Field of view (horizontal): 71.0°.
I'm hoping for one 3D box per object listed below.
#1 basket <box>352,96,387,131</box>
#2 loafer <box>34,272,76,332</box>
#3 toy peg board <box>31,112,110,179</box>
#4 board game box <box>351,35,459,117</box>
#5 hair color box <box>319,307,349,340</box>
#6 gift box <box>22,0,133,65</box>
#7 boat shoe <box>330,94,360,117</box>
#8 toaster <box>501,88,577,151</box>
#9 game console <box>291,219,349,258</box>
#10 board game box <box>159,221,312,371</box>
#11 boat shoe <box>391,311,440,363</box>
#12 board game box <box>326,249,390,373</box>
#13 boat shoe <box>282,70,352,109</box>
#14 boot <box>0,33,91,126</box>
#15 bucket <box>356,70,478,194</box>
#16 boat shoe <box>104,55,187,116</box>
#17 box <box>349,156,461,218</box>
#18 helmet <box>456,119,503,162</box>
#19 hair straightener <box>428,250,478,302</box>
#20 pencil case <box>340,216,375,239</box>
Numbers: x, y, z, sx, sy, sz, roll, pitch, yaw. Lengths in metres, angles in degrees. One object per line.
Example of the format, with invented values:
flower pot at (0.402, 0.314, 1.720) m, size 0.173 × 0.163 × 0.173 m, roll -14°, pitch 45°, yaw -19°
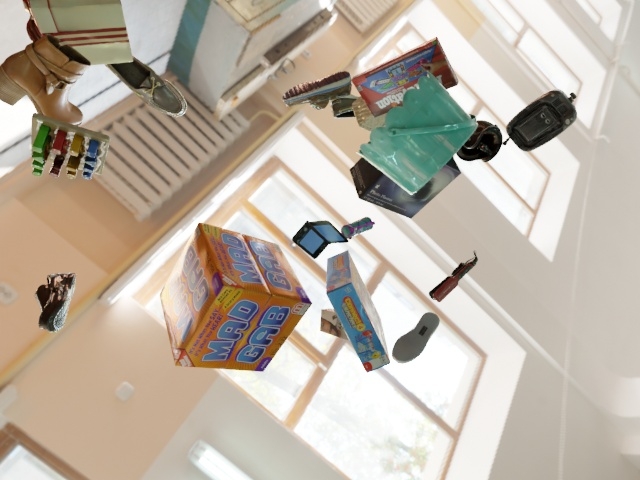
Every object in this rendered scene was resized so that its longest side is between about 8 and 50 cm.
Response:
basket at (0.202, -0.461, 1.541) m, size 0.103 × 0.113 × 0.167 m, roll 2°, pitch 155°, yaw -40°
loafer at (-0.670, 0.152, 1.117) m, size 0.220 × 0.078 × 0.080 m, roll -127°, pitch -130°, yaw -61°
toy peg board at (-0.605, -0.199, 1.070) m, size 0.161 × 0.161 × 0.079 m, roll -38°, pitch -136°, yaw 51°
board game box at (0.241, -0.465, 1.309) m, size 0.281 × 0.145 × 0.027 m, roll -11°, pitch -139°, yaw 40°
hair color box at (0.071, 0.323, 1.740) m, size 0.167 × 0.053 × 0.093 m, roll 5°, pitch -88°, yaw 50°
gift box at (-0.709, -0.680, 1.282) m, size 0.258 × 0.255 × 0.276 m, roll -15°, pitch 156°, yaw -18°
boat shoe at (0.187, -0.580, 1.972) m, size 0.305 × 0.091 × 0.109 m, roll -4°, pitch 172°, yaw -21°
toaster at (0.686, -0.373, 1.404) m, size 0.227 × 0.129 × 0.146 m, roll -41°, pitch 177°, yaw 41°
game console at (0.000, 0.000, 1.268) m, size 0.107 × 0.122 × 0.071 m, roll -49°, pitch -137°, yaw -2°
board game box at (-0.319, 0.211, 1.629) m, size 0.356 × 0.356 × 0.356 m, roll -56°, pitch -139°, yaw 19°
boat shoe at (0.285, 0.306, 1.369) m, size 0.228 × 0.080 × 0.076 m, roll -40°, pitch 155°, yaw -40°
board game box at (0.120, 0.222, 1.491) m, size 0.086 × 0.301 × 0.308 m, roll -24°, pitch -164°, yaw 9°
boat shoe at (-0.005, -0.370, 1.150) m, size 0.183 × 0.066 × 0.066 m, roll -16°, pitch -137°, yaw 3°
boot at (-0.709, -0.428, 1.224) m, size 0.220 × 0.109 × 0.283 m, roll -33°, pitch 159°, yaw 12°
bucket at (0.248, -0.265, 1.143) m, size 0.281 × 0.183 × 0.281 m, roll -48°, pitch -179°, yaw 1°
boat shoe at (-0.620, -0.558, 1.585) m, size 0.116 × 0.324 × 0.096 m, roll -49°, pitch -161°, yaw 4°
box at (0.327, -0.270, 1.756) m, size 0.294 × 0.296 × 0.182 m, roll -47°, pitch -139°, yaw 36°
helmet at (0.621, -0.395, 1.788) m, size 0.169 × 0.169 × 0.161 m, roll -47°, pitch -154°, yaw -2°
hair straightener at (0.463, 0.120, 1.571) m, size 0.230 × 0.047 × 0.089 m, roll -47°, pitch -171°, yaw -6°
pencil case at (0.156, -0.053, 1.874) m, size 0.070 × 0.064 × 0.152 m, roll -11°, pitch -171°, yaw 46°
